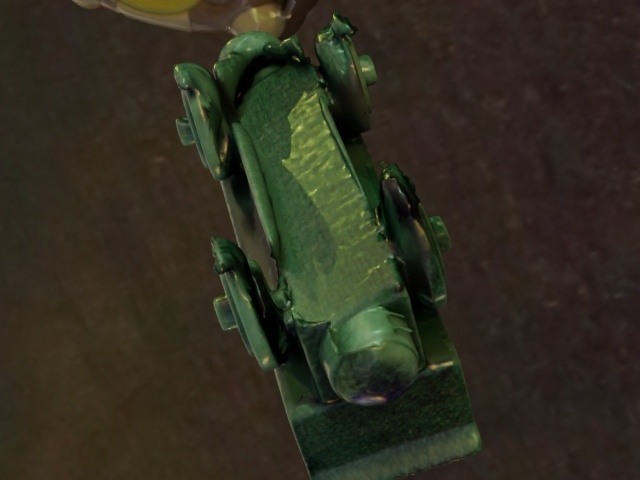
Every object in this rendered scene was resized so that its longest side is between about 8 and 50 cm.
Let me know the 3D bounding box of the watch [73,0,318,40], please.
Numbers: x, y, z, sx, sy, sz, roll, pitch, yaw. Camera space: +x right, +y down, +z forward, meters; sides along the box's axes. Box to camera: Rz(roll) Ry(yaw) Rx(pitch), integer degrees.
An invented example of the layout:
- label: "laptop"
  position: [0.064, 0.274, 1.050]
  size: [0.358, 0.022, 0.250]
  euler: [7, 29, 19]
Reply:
- label: "watch"
  position: [-0.068, -0.374, 1.192]
  size: [0.314, 0.327, 0.335]
  euler: [14, 122, 14]

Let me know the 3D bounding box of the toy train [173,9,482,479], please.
- label: "toy train"
  position: [0.000, 0.000, 0.455]
  size: [0.172, 0.070, 0.099]
  euler: [-109, 1, -50]
